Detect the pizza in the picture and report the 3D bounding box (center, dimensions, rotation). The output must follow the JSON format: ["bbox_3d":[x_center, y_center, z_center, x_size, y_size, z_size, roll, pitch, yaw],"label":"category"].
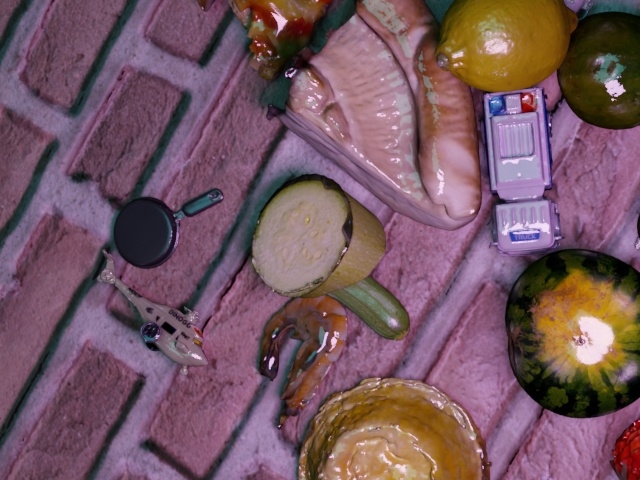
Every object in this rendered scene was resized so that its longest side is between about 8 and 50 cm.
[{"bbox_3d":[-0.052,-0.479,1.721,0.439,0.130,0.406,-8,111,-20],"label":"pizza"}]

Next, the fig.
[{"bbox_3d":[0.507,-0.279,1.593,0.244,0.195,0.196,-8,86,22],"label":"fig"}]

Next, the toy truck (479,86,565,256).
[{"bbox_3d":[0.331,-0.109,1.645,0.124,0.155,0.268,-6,87,13],"label":"toy truck"}]

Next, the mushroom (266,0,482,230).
[{"bbox_3d":[0.153,-0.218,1.688,0.397,0.224,0.314,40,83,5],"label":"mushroom"}]

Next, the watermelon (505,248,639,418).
[{"bbox_3d":[0.417,0.143,1.570,0.268,0.269,0.269,-1,88,14],"label":"watermelon"}]

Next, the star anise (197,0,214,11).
[{"bbox_3d":[-0.182,-0.577,1.811,0.315,0.108,0.316,-1,84,7],"label":"star anise"}]

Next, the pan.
[{"bbox_3d":[-0.287,-0.037,1.856,0.235,0.028,0.136,-28,82,11],"label":"pan"}]

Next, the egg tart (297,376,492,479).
[{"bbox_3d":[0.116,0.399,1.693,0.345,0.132,0.346,-1,85,14],"label":"egg tart"}]

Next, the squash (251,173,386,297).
[{"bbox_3d":[-0.011,0.005,1.719,0.220,0.133,0.220,-12,63,25],"label":"squash"}]

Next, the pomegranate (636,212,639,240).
[{"bbox_3d":[0.618,-0.001,1.570,0.202,0.202,0.248,-42,110,9],"label":"pomegranate"}]

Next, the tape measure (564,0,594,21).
[{"bbox_3d":[0.336,-0.445,1.677,0.236,0.120,0.197,-10,94,5],"label":"tape measure"}]

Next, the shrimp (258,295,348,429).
[{"bbox_3d":[-0.050,0.205,1.776,0.145,0.059,0.254,34,95,15],"label":"shrimp"}]

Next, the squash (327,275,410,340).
[{"bbox_3d":[0.069,0.095,1.744,0.219,0.068,0.077,34,73,13],"label":"squash"}]

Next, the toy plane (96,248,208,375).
[{"bbox_3d":[-0.310,0.132,1.831,0.286,0.092,0.108,37,75,12],"label":"toy plane"}]

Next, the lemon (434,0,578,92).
[{"bbox_3d":[0.283,-0.322,1.551,0.248,0.184,0.184,-18,83,-15],"label":"lemon"}]

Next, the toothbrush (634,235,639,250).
[{"bbox_3d":[0.566,-0.074,1.660,0.017,0.014,0.194,22,93,16],"label":"toothbrush"}]

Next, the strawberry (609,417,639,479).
[{"bbox_3d":[0.585,0.330,1.556,0.244,0.205,0.205,-40,79,-2],"label":"strawberry"}]
